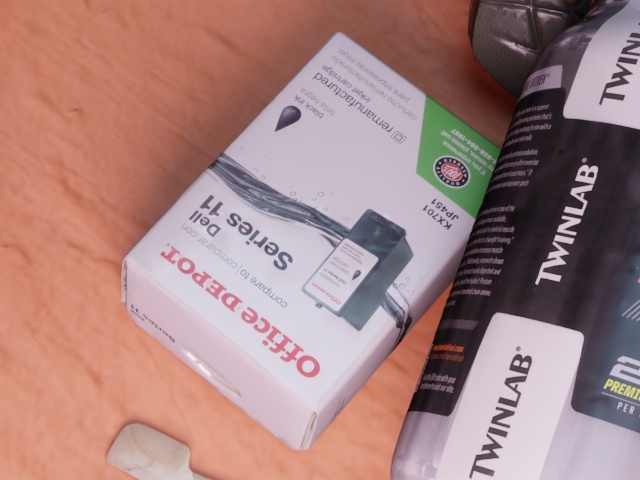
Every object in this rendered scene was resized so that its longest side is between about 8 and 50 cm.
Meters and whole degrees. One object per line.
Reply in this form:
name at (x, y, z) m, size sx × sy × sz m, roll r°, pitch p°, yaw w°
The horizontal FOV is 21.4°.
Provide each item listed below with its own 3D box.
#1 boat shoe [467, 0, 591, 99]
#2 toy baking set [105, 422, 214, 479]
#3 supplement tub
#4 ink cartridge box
boat shoe at (0.258, -0.135, 1.115) m, size 0.324 × 0.122 × 0.120 m, roll 10°, pitch 35°, yaw -3°
toy baking set at (-0.049, 0.223, 0.962) m, size 0.197 × 0.030 × 0.256 m, roll -1°, pitch 67°, yaw -7°
supplement tub at (0.184, 0.020, 0.944) m, size 0.207 × 0.207 × 0.338 m, roll 20°, pitch 81°, yaw 2°
ink cartridge box at (0.000, 0.000, 1.031) m, size 0.153 × 0.087 × 0.208 m, roll 37°, pitch 69°, yaw 10°
